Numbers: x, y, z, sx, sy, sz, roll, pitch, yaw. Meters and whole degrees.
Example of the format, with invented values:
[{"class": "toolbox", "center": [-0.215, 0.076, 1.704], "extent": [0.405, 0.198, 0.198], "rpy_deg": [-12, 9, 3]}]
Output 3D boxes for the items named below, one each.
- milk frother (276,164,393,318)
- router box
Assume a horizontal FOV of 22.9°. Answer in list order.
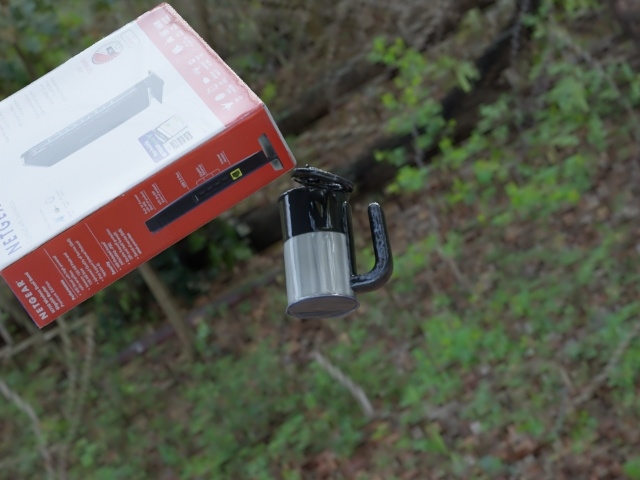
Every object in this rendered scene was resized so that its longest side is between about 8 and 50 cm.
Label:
[{"class": "milk frother", "center": [0.000, 0.000, 1.738], "extent": [0.129, 0.135, 0.143], "rpy_deg": [-17, -23, 28]}, {"class": "router box", "center": [-0.221, -0.091, 1.647], "extent": [0.301, 0.082, 0.335], "rpy_deg": [-33, 34, -6]}]
